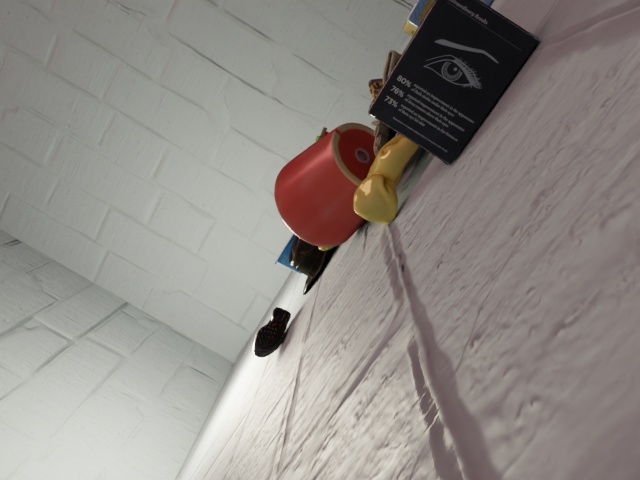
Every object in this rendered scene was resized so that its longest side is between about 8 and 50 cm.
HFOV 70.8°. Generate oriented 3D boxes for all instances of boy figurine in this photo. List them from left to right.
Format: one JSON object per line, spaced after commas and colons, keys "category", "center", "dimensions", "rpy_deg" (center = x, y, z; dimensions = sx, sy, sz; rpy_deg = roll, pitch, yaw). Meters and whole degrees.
{"category": "boy figurine", "center": [0.155, -0.157, 0.911], "dimensions": [0.285, 0.092, 0.177], "rpy_deg": [-62, 5, -31]}

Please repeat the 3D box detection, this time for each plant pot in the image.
{"category": "plant pot", "center": [0.049, -0.153, 1.154], "dimensions": [0.243, 0.275, 0.274], "rpy_deg": [-39, 18, 52]}

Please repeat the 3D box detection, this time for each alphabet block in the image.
{"category": "alphabet block", "center": [0.392, -0.711, 1.413], "dimensions": [0.192, 0.194, 0.197], "rpy_deg": [-56, 4, 18]}

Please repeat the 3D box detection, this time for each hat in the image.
{"category": "hat", "center": [-0.034, 0.022, 1.613], "dimensions": [0.331, 0.134, 0.331], "rpy_deg": [-62, 1, 2]}

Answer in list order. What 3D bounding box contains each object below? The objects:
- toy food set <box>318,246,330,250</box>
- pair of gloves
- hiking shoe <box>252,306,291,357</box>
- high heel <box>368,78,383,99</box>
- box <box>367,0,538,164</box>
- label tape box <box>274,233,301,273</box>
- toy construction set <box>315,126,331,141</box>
{"category": "toy food set", "center": [0.046, -0.013, 1.419], "dimensions": [0.132, 0.038, 0.192], "rpy_deg": [-34, 10, -9]}
{"category": "pair of gloves", "center": [0.178, -0.309, 1.042], "dimensions": [0.204, 0.042, 0.240], "rpy_deg": [-26, -51, -50]}
{"category": "hiking shoe", "center": [-0.158, 0.319, 1.457], "dimensions": [0.227, 0.086, 0.114], "rpy_deg": [-54, -16, -60]}
{"category": "high heel", "center": [0.185, -0.354, 1.325], "dimensions": [0.093, 0.186, 0.261], "rpy_deg": [-61, 4, -31]}
{"category": "box", "center": [0.189, -0.245, 0.681], "dimensions": [0.207, 0.153, 0.108], "rpy_deg": [-56, 4, 20]}
{"category": "label tape box", "center": [-0.046, 0.003, 1.818], "dimensions": [0.249, 0.115, 0.348], "rpy_deg": [-58, -3, 7]}
{"category": "toy construction set", "center": [0.091, -0.288, 1.800], "dimensions": [0.309, 0.258, 0.237], "rpy_deg": [-64, -5, -79]}
